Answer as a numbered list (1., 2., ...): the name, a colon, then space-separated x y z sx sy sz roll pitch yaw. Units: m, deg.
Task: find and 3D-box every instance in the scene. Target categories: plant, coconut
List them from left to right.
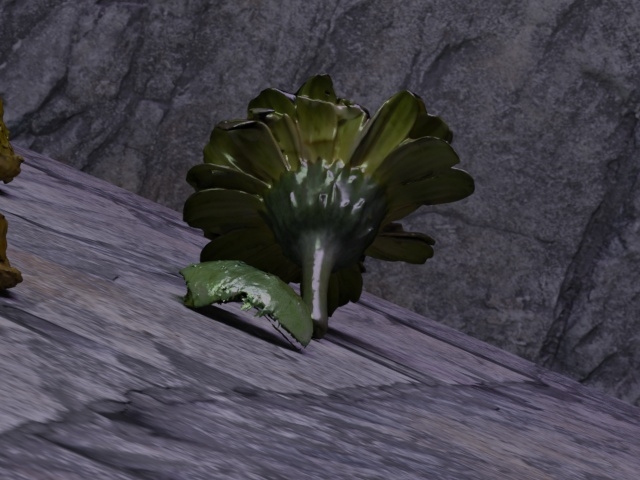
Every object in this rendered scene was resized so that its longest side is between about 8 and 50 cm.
1. coconut: -0.071 0.049 1.747 0.158 0.055 0.133 22 0 39
2. plant: -0.019 -0.039 2.038 0.261 0.306 0.297 50 35 6

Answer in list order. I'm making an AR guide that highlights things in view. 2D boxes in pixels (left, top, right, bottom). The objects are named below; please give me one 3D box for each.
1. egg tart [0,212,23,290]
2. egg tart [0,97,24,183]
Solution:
1. egg tart: -0.255 -0.008 1.267 0.129 0.049 0.129 21 1 -1
2. egg tart: -0.457 -0.159 2.129 0.294 0.123 0.294 23 3 -1
